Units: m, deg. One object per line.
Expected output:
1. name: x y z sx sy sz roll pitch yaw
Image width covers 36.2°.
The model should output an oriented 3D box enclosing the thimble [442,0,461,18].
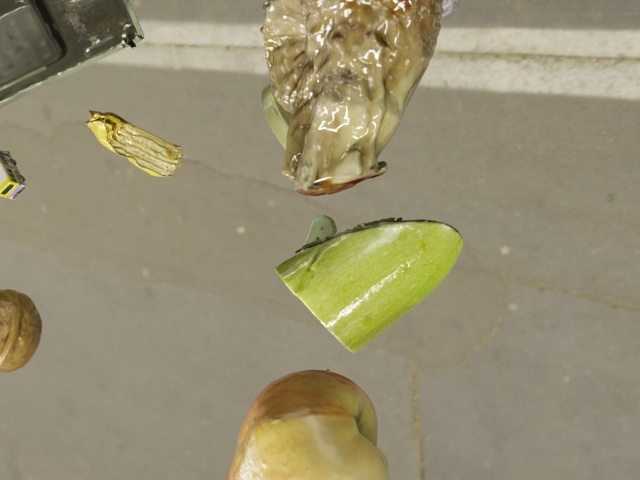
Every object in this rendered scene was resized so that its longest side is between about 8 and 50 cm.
1. thimble: 0.188 -0.455 1.639 0.150 0.098 0.150 31 156 16

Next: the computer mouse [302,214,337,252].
1. computer mouse: 0.000 0.000 1.925 0.056 0.032 0.110 33 112 22

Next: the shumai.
1. shumai: 0.052 -0.198 1.286 0.346 0.217 0.283 -32 63 56

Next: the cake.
1. cake: -0.351 -0.176 1.787 0.116 0.185 0.079 17 87 47

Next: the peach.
1. peach: -0.028 0.287 1.281 0.232 0.232 0.232 23 124 38

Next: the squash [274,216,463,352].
1. squash: 0.112 0.047 1.900 0.210 0.309 0.233 47 -179 41

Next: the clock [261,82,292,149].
1. clock: -0.015 -0.191 1.737 0.029 0.235 0.235 -36 80 23

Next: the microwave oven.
1. microwave oven: -0.479 -0.355 1.392 0.286 0.355 0.218 56 170 40

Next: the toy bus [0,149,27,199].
1. toy bus: -0.667 -0.141 2.056 0.052 0.058 0.102 -40 67 17

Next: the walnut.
1. walnut: -0.416 0.119 1.276 0.124 0.105 0.105 -106 27 -44
